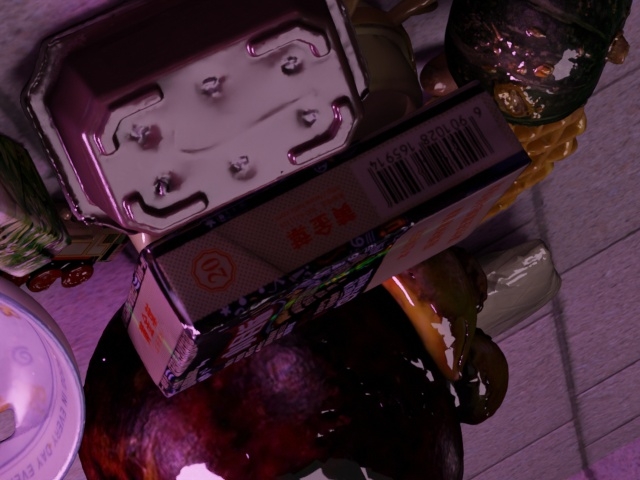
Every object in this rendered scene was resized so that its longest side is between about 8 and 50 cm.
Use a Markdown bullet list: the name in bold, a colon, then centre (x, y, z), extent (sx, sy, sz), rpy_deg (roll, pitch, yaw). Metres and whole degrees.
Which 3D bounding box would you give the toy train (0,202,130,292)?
- **toy train**: centre (-0.225, 0.000, 1.618), extent (0.138, 0.050, 0.087), rpy_deg (-2, 141, -50)

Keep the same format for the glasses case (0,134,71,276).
- **glasses case**: centre (-0.274, -0.047, 1.376), extent (0.062, 0.095, 0.272), rpy_deg (-32, 159, 10)

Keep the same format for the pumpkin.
- **pumpkin**: centre (0.181, -0.182, 1.587), extent (0.190, 0.146, 0.190), rpy_deg (-41, 144, -38)

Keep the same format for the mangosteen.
- **mangosteen**: centre (-0.015, 0.168, 1.815), extent (0.421, 0.381, 0.381), rpy_deg (-25, 160, 4)

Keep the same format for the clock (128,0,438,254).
- **clock**: centre (-0.018, -0.105, 1.589), extent (0.235, 0.096, 0.308), rpy_deg (-5, 146, -48)

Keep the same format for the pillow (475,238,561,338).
- **pillow**: centre (0.155, 0.089, 2.309), extent (0.274, 0.076, 0.281), rpy_deg (-30, 166, 5)

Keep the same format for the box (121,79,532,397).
- **box**: centre (0.000, 0.000, 1.550), extent (0.310, 0.084, 0.198), rpy_deg (-28, 170, -18)

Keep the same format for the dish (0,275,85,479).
- **dish**: centre (-0.329, 0.107, 1.600), extent (0.273, 0.134, 0.273), rpy_deg (-3, 122, -5)

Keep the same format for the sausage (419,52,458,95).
- **sausage**: centre (0.162, -0.164, 1.768), extent (0.186, 0.043, 0.043), rpy_deg (-18, 156, -32)

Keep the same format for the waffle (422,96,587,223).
- **waffle**: centre (0.145, -0.072, 1.932), extent (0.283, 0.065, 0.309), rpy_deg (-36, 158, 13)

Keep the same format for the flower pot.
- **flower pot**: centre (-0.077, -0.097, 1.412), extent (0.251, 0.084, 0.179), rpy_deg (-26, 123, -8)
